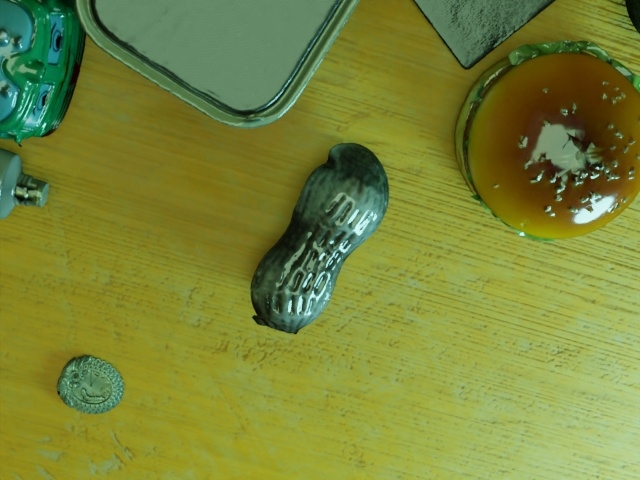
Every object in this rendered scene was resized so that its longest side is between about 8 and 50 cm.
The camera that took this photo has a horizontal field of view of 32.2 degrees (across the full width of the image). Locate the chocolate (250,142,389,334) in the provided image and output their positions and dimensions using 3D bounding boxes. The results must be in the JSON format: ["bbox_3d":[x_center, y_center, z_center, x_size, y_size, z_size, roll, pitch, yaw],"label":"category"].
[{"bbox_3d":[0.000,0.000,1.338,0.110,0.110,0.248,29,100,-9],"label":"chocolate"}]

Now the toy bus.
[{"bbox_3d":[-0.442,-0.227,1.214,0.343,0.199,0.184,14,98,-9],"label":"toy bus"}]

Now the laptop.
[{"bbox_3d":[0.214,-0.318,1.346,0.197,0.016,0.135,-37,102,4],"label":"laptop"}]

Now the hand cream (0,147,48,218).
[{"bbox_3d":[-0.488,-0.092,1.302,0.340,0.078,0.125,13,100,-3],"label":"hand cream"}]

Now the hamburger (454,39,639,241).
[{"bbox_3d":[0.281,-0.117,1.309,0.246,0.170,0.246,-1,103,-4],"label":"hamburger"}]

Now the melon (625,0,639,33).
[{"bbox_3d":[0.417,-0.301,1.313,0.114,0.114,0.168,-5,100,-4],"label":"melon"}]

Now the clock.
[{"bbox_3d":[-0.288,0.183,1.395,0.083,0.010,0.074,23,97,-9],"label":"clock"}]

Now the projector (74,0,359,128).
[{"bbox_3d":[-0.105,-0.275,1.207,0.248,0.249,0.249,32,95,-9],"label":"projector"}]
